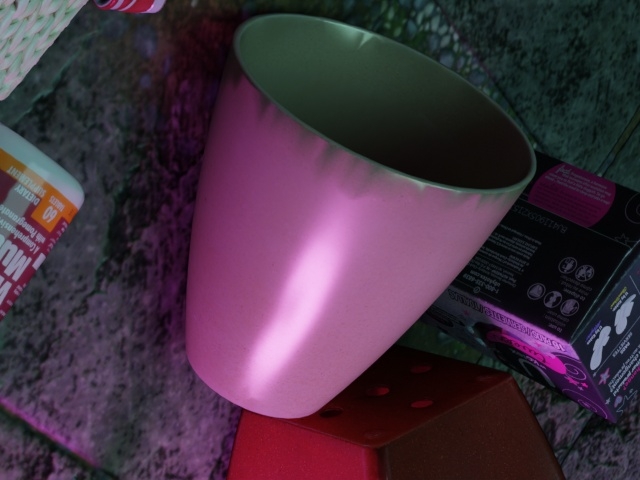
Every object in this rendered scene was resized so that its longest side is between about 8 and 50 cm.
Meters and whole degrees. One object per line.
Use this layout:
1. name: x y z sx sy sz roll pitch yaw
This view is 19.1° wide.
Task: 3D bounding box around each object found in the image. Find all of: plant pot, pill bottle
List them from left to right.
1. pill bottle: -0.272 0.023 1.320 0.221 0.121 0.121 -56 139 -9
2. plant pot: 0.000 0.000 1.528 0.256 0.256 0.274 -4 128 -45
3. plant pot: 0.066 0.239 1.704 0.267 0.267 0.235 -22 112 -38

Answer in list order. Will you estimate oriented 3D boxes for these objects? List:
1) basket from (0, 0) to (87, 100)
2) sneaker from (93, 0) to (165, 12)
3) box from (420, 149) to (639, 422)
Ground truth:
1. basket: -0.222 -0.191 1.271 0.167 0.113 0.103 -52 142 -14
2. sneaker: -0.137 -0.223 1.395 0.067 0.042 0.118 -11 119 -47
3. box: 0.198 0.028 1.720 0.163 0.247 0.142 -51 137 -14
